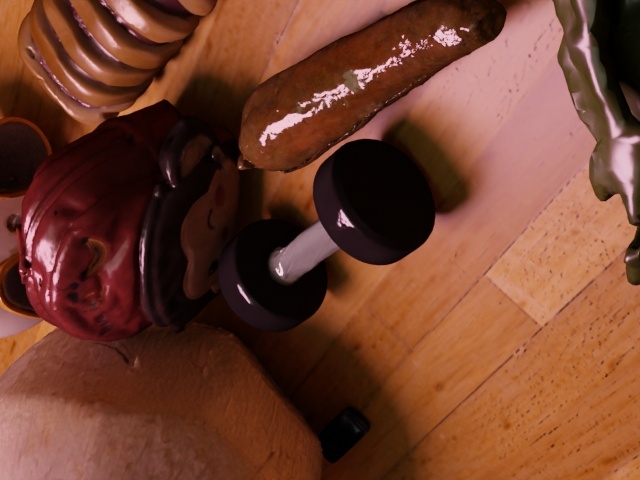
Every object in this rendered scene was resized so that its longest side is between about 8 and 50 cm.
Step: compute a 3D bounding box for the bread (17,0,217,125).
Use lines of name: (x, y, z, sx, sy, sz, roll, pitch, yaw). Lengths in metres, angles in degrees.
bread: (-0.186, -0.195, 0.843, 0.134, 0.081, 0.225, 53, 138, 1)

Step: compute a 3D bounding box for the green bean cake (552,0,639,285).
green bean cake: (0.279, -0.122, 0.402, 0.319, 0.218, 0.335, -4, 116, 41)

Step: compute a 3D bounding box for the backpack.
backpack: (-0.169, -0.011, 0.853, 0.139, 0.229, 0.229, 28, 132, 30)

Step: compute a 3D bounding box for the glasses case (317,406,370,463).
glasses case: (0.019, 0.199, 0.976, 0.033, 0.023, 0.083, 43, 136, 7)

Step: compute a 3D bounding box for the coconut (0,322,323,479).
coconut: (-0.171, 0.240, 0.951, 0.346, 0.360, 0.346, 3, 112, 8)

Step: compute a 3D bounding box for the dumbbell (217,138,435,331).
dumbbell: (0.000, 0.000, 0.803, 0.100, 0.100, 0.191, 52, 137, -1)

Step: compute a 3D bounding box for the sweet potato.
sweet potato: (0.030, -0.120, 0.721, 0.273, 0.075, 0.075, -25, 100, 43)

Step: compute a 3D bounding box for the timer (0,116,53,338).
timer: (-0.370, -0.009, 1.019, 0.240, 0.233, 0.233, -7, 113, 40)
